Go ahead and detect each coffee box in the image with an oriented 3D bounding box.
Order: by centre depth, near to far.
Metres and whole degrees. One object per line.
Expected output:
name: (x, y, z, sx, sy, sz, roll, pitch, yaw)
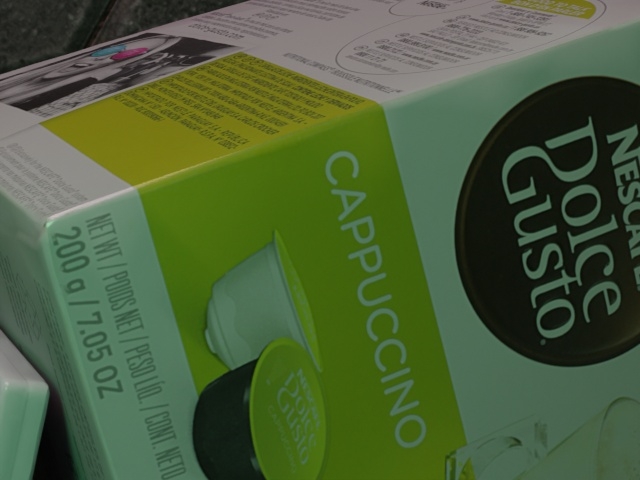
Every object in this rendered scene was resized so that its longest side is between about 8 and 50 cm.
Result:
coffee box: (0.009, 0.058, 0.973, 0.334, 0.337, 0.338, -20, 18, -18)

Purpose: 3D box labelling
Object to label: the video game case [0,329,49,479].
video game case: (-0.198, 0.181, 0.908, 0.025, 0.285, 0.204, 10, 7, -24)
